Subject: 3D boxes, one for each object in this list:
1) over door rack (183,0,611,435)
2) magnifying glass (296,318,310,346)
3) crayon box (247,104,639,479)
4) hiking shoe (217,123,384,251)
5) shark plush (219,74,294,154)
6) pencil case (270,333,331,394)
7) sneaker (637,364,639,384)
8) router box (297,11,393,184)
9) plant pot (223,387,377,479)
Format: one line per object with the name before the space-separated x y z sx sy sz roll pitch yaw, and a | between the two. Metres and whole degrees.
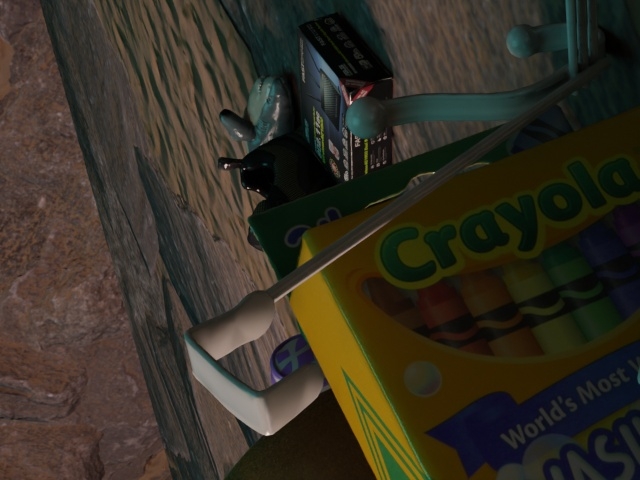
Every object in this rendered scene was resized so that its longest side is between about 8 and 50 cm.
over door rack | 0.017 -0.120 0.527 0.108 0.324 0.240 13 130 33
magnifying glass | 0.064 0.109 1.065 0.231 0.092 0.026 53 159 16
crayon box | 0.122 0.069 0.606 0.323 0.203 0.083 62 161 23
hiking shoe | 0.000 0.000 1.055 0.227 0.114 0.086 56 159 36
shark plush | -0.039 -0.079 1.196 0.067 0.073 0.161 5 114 38
pencil case | -0.004 0.186 1.350 0.088 0.086 0.206 -77 -13 -50
sneaker | 0.231 0.120 0.441 0.118 0.110 0.292 -49 53 28
router box | 0.019 -0.104 1.004 0.092 0.038 0.122 56 159 39
plant pot | 0.060 0.290 1.091 0.254 0.237 0.237 39 150 29
